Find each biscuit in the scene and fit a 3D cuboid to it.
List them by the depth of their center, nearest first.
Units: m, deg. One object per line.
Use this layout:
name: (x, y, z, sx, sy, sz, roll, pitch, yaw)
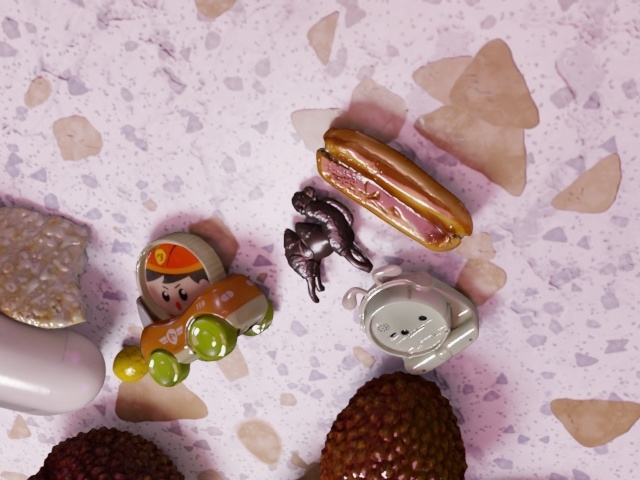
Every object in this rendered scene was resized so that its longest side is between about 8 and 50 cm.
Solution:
biscuit: (-0.460, 0.034, 1.482, 0.265, 0.188, 0.040, 50, 157, 16)

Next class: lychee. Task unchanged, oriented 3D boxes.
lychee: (0.120, 0.343, 1.463, 0.235, 0.236, 0.271, 17, 106, 6)
lychee: (-0.387, 0.493, 1.676, 0.330, 0.306, 0.306, 27, 130, -33)

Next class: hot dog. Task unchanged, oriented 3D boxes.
hot dog: (0.106, -0.076, 1.291, 0.249, 0.068, 0.100, 34, 135, -3)

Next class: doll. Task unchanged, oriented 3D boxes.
doll: (0.000, 0.000, 1.380, 0.139, 0.057, 0.165, -28, 105, 31)

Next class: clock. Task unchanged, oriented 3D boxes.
clock: (0.132, 0.115, 1.389, 0.191, 0.062, 0.151, 35, 126, -22)

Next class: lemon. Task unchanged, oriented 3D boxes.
lemon: (-0.334, 0.218, 1.614, 0.083, 0.062, 0.062, -22, 113, 32)

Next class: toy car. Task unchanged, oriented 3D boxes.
toy car: (-0.214, 0.096, 1.474, 0.235, 0.145, 0.235, 9, 109, 27)

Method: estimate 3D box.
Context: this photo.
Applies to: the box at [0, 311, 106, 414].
box: (-0.546, 0.197, 1.528, 0.349, 0.141, 0.288, 19, 159, -23)
